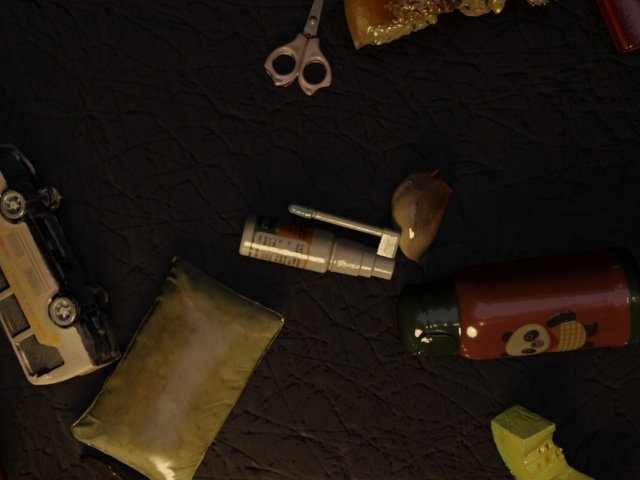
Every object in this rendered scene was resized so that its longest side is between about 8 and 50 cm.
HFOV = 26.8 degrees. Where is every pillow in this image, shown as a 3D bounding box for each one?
[{"bbox_3d":[-0.201,0.193,1.878,0.185,0.075,0.302,30,83,3],"label":"pillow"}]

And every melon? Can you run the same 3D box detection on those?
[{"bbox_3d":[0.323,0.321,1.888,0.064,0.118,0.209,-39,101,-20],"label":"melon"}]

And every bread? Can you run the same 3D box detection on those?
[{"bbox_3d":[0.180,-0.402,1.913,0.314,0.171,0.192,-13,90,-6],"label":"bread"}]

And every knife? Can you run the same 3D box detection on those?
[{"bbox_3d":[-0.245,0.365,1.870,0.222,0.045,0.021,39,45,5],"label":"knife"}]

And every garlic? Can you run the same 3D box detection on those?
[{"bbox_3d":[0.139,-0.033,1.927,0.084,0.066,0.152,17,82,-4],"label":"garlic"}]

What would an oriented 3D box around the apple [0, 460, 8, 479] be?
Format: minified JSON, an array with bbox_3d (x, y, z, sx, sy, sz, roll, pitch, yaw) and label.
[{"bbox_3d":[-0.538,0.341,1.720,0.288,0.317,0.288,7,77,-31],"label":"apple"}]

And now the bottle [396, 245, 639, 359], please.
[{"bbox_3d":[0.275,0.096,1.894,0.336,0.144,0.144,-7,85,-2],"label":"bottle"}]

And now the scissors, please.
[{"bbox_3d":[-0.015,-0.308,1.969,0.100,0.015,0.189,16,82,-4],"label":"scissors"}]

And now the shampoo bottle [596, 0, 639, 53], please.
[{"bbox_3d":[0.437,-0.412,1.985,0.102,0.064,0.260,-22,86,-5],"label":"shampoo bottle"}]

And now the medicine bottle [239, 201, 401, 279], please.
[{"bbox_3d":[0.000,0.000,1.910,0.221,0.061,0.092,13,110,-3],"label":"medicine bottle"}]

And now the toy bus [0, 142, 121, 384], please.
[{"bbox_3d":[-0.402,0.034,1.853,0.138,0.097,0.342,-27,87,19],"label":"toy bus"}]
